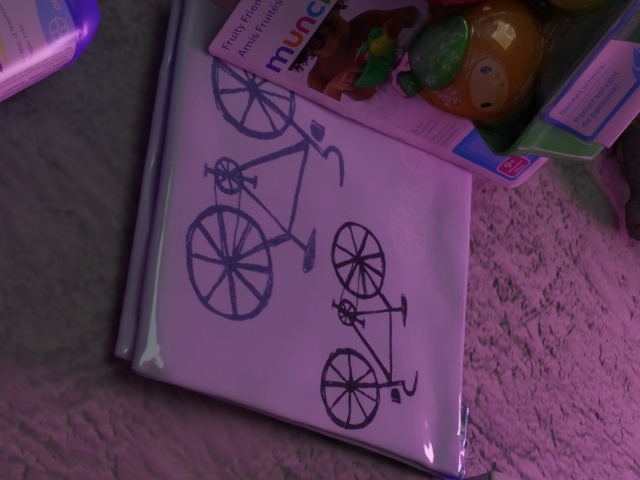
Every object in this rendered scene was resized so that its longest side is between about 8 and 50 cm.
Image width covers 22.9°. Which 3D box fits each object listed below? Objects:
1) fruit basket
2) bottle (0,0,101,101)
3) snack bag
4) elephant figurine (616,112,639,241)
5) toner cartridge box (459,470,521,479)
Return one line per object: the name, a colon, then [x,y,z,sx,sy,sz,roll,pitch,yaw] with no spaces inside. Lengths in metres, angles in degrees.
fruit basket: [0.140,-0.203,1.238,0.353,0.327,0.165,19,28,-41]
bottle: [-0.273,-0.123,1.032,0.283,0.092,0.118,-37,99,-43]
snack bag: [0.000,0.000,1.260,0.342,0.037,0.323,23,59,-36]
elephant figurine: [0.338,-0.153,1.557,0.169,0.186,0.239,-87,152,-73]
toner cartridge box: [0.238,0.317,1.309,0.348,0.075,0.165,23,58,-33]
